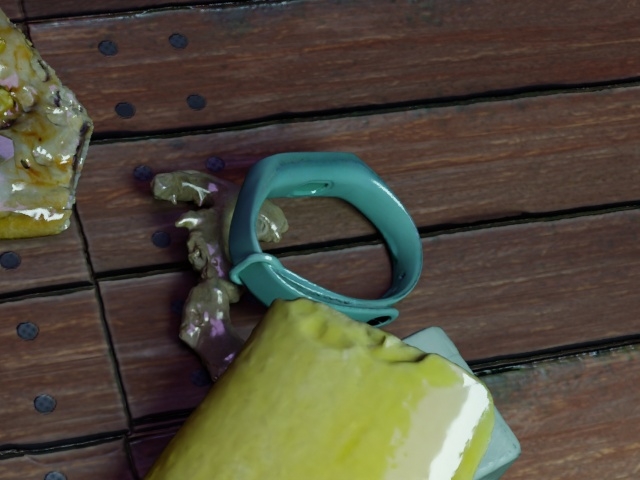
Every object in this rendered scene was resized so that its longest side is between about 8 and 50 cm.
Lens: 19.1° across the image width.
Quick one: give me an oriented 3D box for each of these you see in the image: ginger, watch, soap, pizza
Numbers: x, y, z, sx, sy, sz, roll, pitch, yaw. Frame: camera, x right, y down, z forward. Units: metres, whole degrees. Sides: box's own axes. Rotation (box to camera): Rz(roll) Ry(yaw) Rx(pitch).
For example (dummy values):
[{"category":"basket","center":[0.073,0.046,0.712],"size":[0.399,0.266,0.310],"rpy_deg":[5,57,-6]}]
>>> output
[{"category":"ginger","center":[-0.090,0.034,2.017],"size":[0.149,0.065,0.258],"rpy_deg":[-4,61,-21]},{"category":"watch","center":[0.000,0.000,2.023],"size":[0.237,0.068,0.195],"rpy_deg":[0,68,-40]},{"category":"soap","center":[-0.037,0.275,1.796],"size":[0.306,0.115,0.427],"rpy_deg":[28,76,25]},{"category":"pizza","center":[-0.336,-0.132,2.032],"size":[0.189,0.071,0.297],"rpy_deg":[9,59,-10]}]

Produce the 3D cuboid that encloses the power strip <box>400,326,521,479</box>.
[{"category":"power strip","center":[0.108,0.223,1.920],"size":[0.139,0.140,0.224],"rpy_deg":[-24,72,-27]}]
